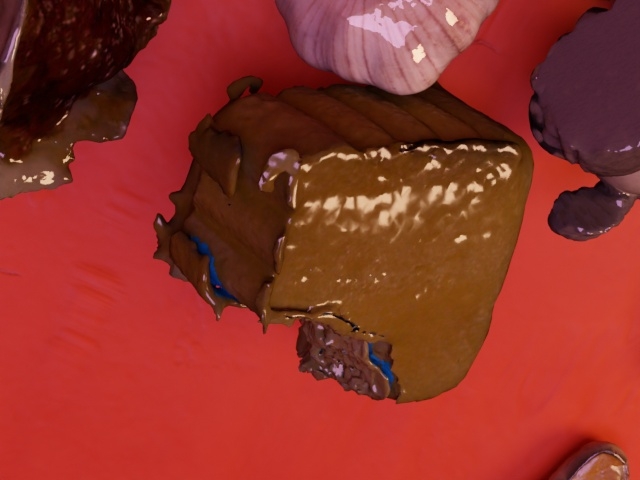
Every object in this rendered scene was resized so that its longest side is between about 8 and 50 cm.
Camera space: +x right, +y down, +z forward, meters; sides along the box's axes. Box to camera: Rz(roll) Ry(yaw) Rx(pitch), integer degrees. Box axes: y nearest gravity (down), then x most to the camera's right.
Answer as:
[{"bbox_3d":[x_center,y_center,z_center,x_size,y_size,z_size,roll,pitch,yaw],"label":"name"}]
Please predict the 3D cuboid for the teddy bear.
[{"bbox_3d":[0.245,-0.094,1.574,0.171,0.251,0.144,-43,67,-8],"label":"teddy bear"}]

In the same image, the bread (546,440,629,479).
[{"bbox_3d":[0.221,0.277,1.795,0.073,0.053,0.214,33,104,-18],"label":"bread"}]

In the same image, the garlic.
[{"bbox_3d":[0.032,-0.235,1.484,0.199,0.226,0.199,-6,74,22],"label":"garlic"}]

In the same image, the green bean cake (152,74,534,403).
[{"bbox_3d":[0.000,0.000,1.573,0.310,0.202,0.285,-1,119,-39],"label":"green bean cake"}]

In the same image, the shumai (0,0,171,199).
[{"bbox_3d":[-0.272,-0.205,1.454,0.292,0.288,0.330,-8,114,2],"label":"shumai"}]
